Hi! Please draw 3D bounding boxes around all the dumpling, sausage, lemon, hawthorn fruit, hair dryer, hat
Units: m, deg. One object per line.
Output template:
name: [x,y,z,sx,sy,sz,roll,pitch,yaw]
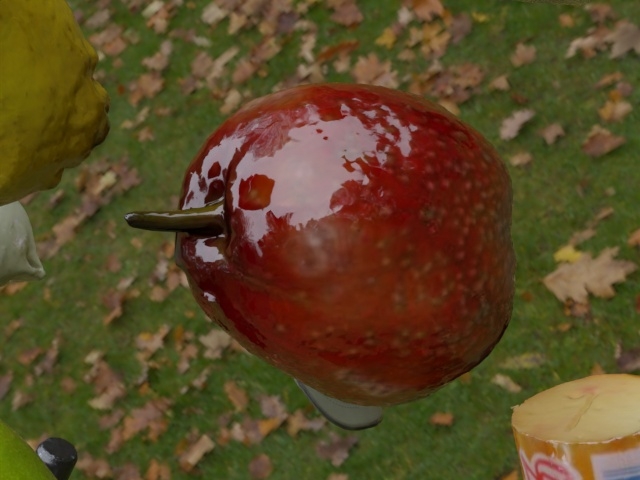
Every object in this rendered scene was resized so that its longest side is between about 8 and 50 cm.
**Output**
dumpling: [-0.497,-0.013,1.571,0.179,0.252,0.131,-1,54,22]
sausage: [0.384,0.344,1.467,0.233,0.287,0.233,-13,11,3]
lemon: [-0.272,-0.122,0.797,0.204,0.260,0.204,-159,90,-81]
hawthorn fruit: [0.000,0.000,0.990,0.284,0.369,0.285,-12,75,51]
hair dryer: [-0.531,0.345,1.914,0.114,0.248,0.070,-61,-5,21]
hat: [0.029,0.084,1.341,0.149,0.245,0.214,-45,-6,16]

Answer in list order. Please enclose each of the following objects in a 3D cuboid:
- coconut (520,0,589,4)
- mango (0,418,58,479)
coconut: [0.225,-0.311,1.102,0.183,0.171,0.171,-39,35,30]
mango: [-0.319,0.266,1.104,0.143,0.293,0.175,-51,4,18]
